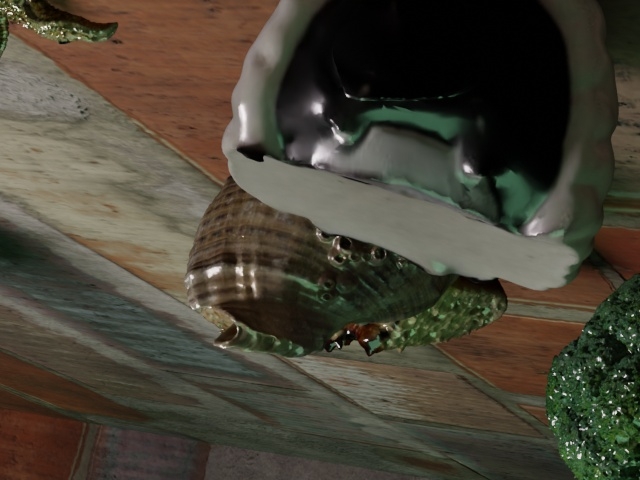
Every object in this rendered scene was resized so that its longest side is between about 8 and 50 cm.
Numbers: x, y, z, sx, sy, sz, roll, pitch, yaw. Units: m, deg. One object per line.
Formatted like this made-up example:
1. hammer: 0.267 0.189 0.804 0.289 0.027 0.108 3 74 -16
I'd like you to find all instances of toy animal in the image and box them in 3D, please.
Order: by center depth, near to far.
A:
1. toy animal: 0.066 -0.073 0.849 0.208 0.156 0.204 18 169 10

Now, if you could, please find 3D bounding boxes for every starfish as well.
1. starfish: -0.237 -0.164 0.968 0.208 0.053 0.176 -3 149 40

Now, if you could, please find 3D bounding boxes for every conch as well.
1. conch: 0.000 0.000 1.148 0.178 0.245 0.163 25 141 41

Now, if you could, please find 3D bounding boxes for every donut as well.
1. donut: 0.071 0.032 1.337 0.126 0.144 0.186 14 144 -37

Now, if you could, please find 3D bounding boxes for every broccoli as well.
1. broccoli: 0.324 0.148 1.284 0.270 0.270 0.270 -22 -179 1

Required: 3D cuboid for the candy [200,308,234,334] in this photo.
1. candy: -0.069 0.058 1.604 0.095 0.085 0.110 23 154 -12
